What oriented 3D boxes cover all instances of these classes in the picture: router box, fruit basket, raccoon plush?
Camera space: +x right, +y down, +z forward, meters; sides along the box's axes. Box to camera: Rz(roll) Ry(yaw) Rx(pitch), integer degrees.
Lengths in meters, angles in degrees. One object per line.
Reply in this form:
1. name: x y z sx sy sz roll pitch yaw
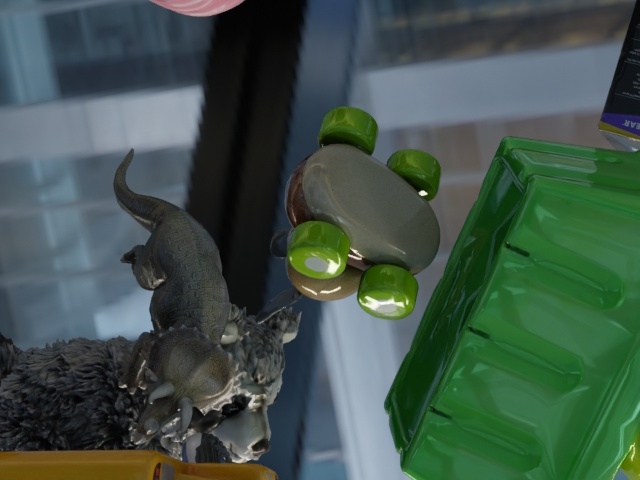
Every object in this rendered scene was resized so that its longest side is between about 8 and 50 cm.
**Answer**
1. router box: 0.378 -0.197 1.954 0.081 0.243 0.309 17 180 17
2. fruit basket: 0.284 0.120 1.686 0.392 0.392 0.283 -11 -163 -1
3. raccoon plush: -0.239 0.111 1.977 0.446 0.299 0.216 34 -163 10

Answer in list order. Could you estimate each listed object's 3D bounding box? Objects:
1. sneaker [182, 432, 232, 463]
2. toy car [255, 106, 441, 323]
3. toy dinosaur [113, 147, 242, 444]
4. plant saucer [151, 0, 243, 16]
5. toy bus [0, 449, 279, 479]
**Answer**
1. sneaker: -0.113 0.268 1.697 0.081 0.211 0.080 1 -154 6
2. toy car: 0.000 0.000 1.683 0.188 0.149 0.155 -30 -144 46
3. toy dinosaur: -0.130 0.053 1.774 0.121 0.313 0.160 9 156 -24
4. plant saucer: -0.196 -0.420 2.252 0.084 0.332 0.332 -29 -158 -38
5. toy bus: -0.208 0.237 1.600 0.333 0.108 0.130 -3 161 21
